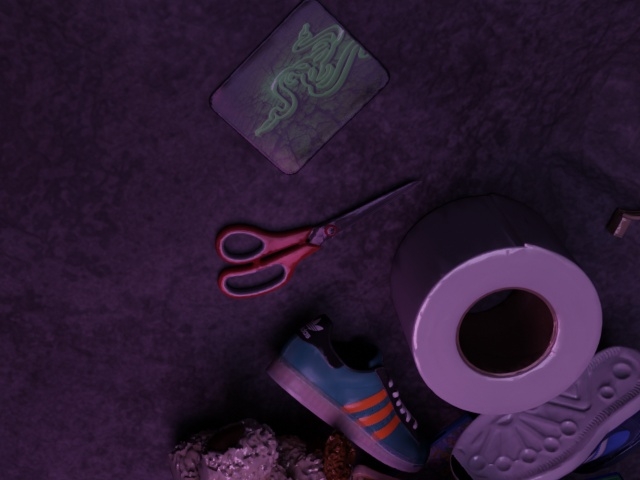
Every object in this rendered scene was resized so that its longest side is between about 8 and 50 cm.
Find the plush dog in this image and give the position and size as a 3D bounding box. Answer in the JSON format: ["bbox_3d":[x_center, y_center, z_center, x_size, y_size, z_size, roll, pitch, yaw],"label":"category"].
[{"bbox_3d":[-0.059,0.337,1.392,0.226,0.262,0.210,-13,81,-25],"label":"plush dog"}]

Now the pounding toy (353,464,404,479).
[{"bbox_3d":[0.151,0.432,1.466,0.270,0.154,0.154,23,140,-20],"label":"pounding toy"}]

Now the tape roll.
[{"bbox_3d":[0.225,0.082,1.348,0.246,0.169,0.246,-2,114,-5],"label":"tape roll"}]

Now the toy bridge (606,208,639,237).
[{"bbox_3d":[0.492,-0.011,1.415,0.188,0.026,0.063,17,110,-14],"label":"toy bridge"}]

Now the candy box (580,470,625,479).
[{"bbox_3d":[0.241,0.446,1.354,0.317,0.122,0.268,-5,140,-31],"label":"candy box"}]

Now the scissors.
[{"bbox_3d":[0.000,0.000,1.369,0.297,0.021,0.109,-15,113,-1],"label":"scissors"}]

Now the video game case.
[{"bbox_3d":[0.194,0.347,1.552,0.166,0.015,0.119,-40,113,12],"label":"video game case"}]

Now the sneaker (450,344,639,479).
[{"bbox_3d":[0.328,0.294,1.435,0.323,0.130,0.236,-30,145,-13],"label":"sneaker"}]

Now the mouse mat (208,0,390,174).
[{"bbox_3d":[-0.026,-0.188,1.284,0.153,0.007,0.190,41,104,-21],"label":"mouse mat"}]

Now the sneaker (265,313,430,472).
[{"bbox_3d":[0.068,0.215,1.424,0.302,0.108,0.121,39,90,-31],"label":"sneaker"}]
